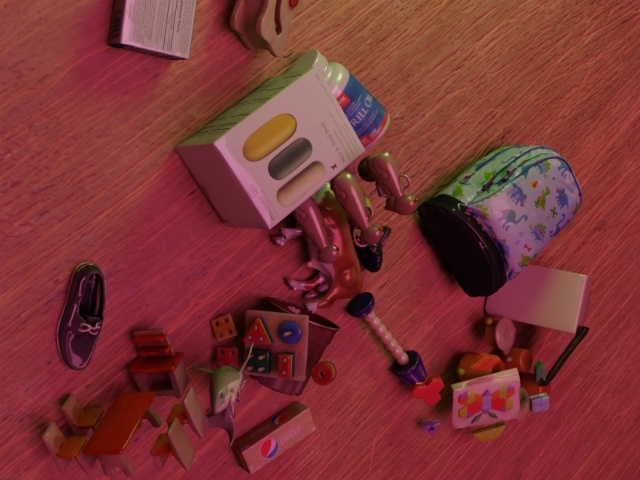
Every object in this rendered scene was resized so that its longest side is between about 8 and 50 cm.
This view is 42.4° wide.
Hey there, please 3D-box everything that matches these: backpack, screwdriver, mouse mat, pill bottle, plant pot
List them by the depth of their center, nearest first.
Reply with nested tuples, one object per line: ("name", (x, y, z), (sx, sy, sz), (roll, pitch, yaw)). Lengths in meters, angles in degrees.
("plant pot", (-0.067, 0.226, 1.730), (0.167, 0.167, 0.165), (22, 93, -34))
("pill bottle", (0.033, -0.293, 1.733), (0.221, 0.124, 0.124), (39, 75, -31))
("screwdriver", (0.113, 0.039, 1.902), (0.025, 0.024, 0.169), (35, 83, -2))
("backpack", (0.454, -0.078, 1.994), (0.355, 0.273, 0.290), (-44, 112, -35))
("mouse mat", (0.622, 0.297, 2.104), (0.189, 0.007, 0.153), (-57, 155, 7))

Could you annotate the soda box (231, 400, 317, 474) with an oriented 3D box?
("soda box", (-0.100, 0.425, 1.789), (0.181, 0.058, 0.061), (-29, 112, -27))

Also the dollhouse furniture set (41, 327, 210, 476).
("dollhouse furniture set", (-0.341, 0.294, 1.505), (0.259, 0.262, 0.135), (-68, 146, -55))

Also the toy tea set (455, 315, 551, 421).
("toy tea set", (0.465, 0.349, 2.138), (0.336, 0.124, 0.200), (50, 55, -31))

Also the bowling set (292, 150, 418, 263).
("bowling set", (0.105, -0.084, 1.656), (0.200, 0.287, 0.154), (-35, 99, -49))

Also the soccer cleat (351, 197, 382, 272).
("soccer cleat", (0.096, -0.009, 1.847), (0.072, 0.060, 0.178), (-32, 112, -63))

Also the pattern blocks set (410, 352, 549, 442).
("pattern blocks set", (0.399, 0.389, 2.008), (0.325, 0.026, 0.285), (-21, 124, 1))

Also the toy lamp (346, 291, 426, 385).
("toy lamp", (0.163, 0.236, 1.927), (0.080, 0.080, 0.274), (-46, 118, -20))

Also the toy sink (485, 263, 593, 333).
("toy sink", (0.566, 0.142, 2.134), (0.131, 0.234, 0.152), (10, 91, -64))

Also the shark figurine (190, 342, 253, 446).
("shark figurine", (-0.203, 0.286, 1.614), (0.116, 0.278, 0.166), (16, 63, 1))

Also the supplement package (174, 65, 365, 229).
("supplement package", (-0.098, -0.177, 1.609), (0.263, 0.198, 0.199), (-41, 112, -23))

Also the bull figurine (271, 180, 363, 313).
("bull figurine", (0.000, 0.000, 1.770), (0.189, 0.101, 0.310), (-26, 107, -23))

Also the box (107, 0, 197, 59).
("box", (-0.308, -0.406, 1.518), (0.137, 0.072, 0.126), (7, 93, -34))

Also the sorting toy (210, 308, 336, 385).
("sorting toy", (-0.103, 0.209, 1.640), (0.046, 0.275, 0.132), (-7, 101, -70))

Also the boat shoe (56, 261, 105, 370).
("boat shoe", (-0.436, 0.144, 1.518), (0.075, 0.065, 0.205), (7, 93, -35))

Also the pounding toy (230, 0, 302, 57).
("pounding toy", (-0.109, -0.513, 1.639), (0.154, 0.155, 0.269), (3, 106, -62))
